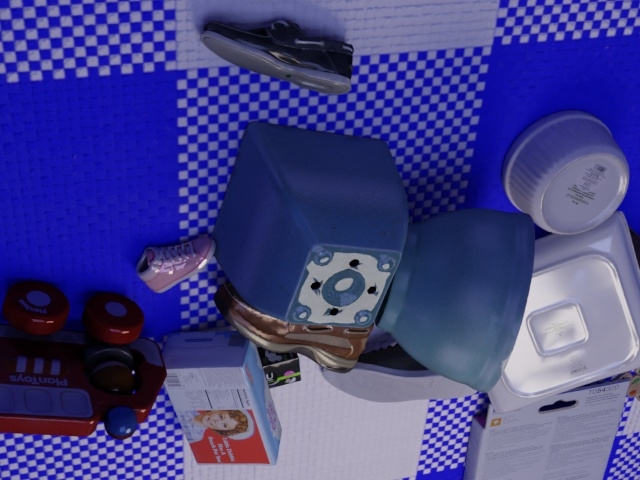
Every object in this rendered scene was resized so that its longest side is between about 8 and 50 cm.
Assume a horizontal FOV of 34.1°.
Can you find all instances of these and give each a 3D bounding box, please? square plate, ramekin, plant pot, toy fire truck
[{"bbox_3d":[0.438,0.150,1.925,0.347,0.049,0.344,-21,115,10],"label":"square plate"},{"bbox_3d":[0.423,-0.107,1.775,0.207,0.109,0.207,-10,128,-13],"label":"ramekin"},{"bbox_3d":[0.199,0.076,1.655,0.196,0.293,0.293,14,122,-3],"label":"plant pot"},{"bbox_3d":[-0.384,0.211,1.612,0.302,0.254,0.169,11,121,-27],"label":"toy fire truck"},{"bbox_3d":[0.000,0.000,1.601,0.247,0.252,0.248,5,124,-25],"label":"plant pot"}]

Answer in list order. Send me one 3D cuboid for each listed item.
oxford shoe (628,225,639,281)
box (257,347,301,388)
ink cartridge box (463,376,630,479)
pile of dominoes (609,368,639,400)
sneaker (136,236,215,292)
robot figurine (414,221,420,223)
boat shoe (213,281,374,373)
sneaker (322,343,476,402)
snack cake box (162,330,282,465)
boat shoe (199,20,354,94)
[{"bbox_3d":[0.564,0.026,1.935,0.271,0.098,0.097,17,118,-30],"label":"oxford shoe"},{"bbox_3d":[-0.082,0.224,1.870,0.083,0.052,0.062,-13,130,-10],"label":"box"},{"bbox_3d":[0.473,0.419,2.220,0.324,0.071,0.330,-7,125,-14],"label":"ink cartridge box"},{"bbox_3d":[0.759,0.289,2.248,0.251,0.040,0.196,21,116,-32],"label":"pile of dominoes"},{"bbox_3d":[-0.235,0.029,1.661,0.134,0.051,0.070,-34,134,14],"label":"sneaker"},{"bbox_3d":[0.146,0.013,1.786,0.115,0.067,0.101,3,123,-24],"label":"robot figurine"},{"bbox_3d":[-0.036,0.124,1.780,0.324,0.122,0.120,24,109,-42],"label":"boat shoe"},{"bbox_3d":[0.154,0.211,1.926,0.295,0.147,0.104,-3,139,21],"label":"sneaker"},{"bbox_3d":[-0.169,0.279,1.820,0.152,0.089,0.264,-3,130,11],"label":"snack cake box"},{"bbox_3d":[-0.060,-0.276,1.498,0.233,0.084,0.079,13,82,-21],"label":"boat shoe"}]
